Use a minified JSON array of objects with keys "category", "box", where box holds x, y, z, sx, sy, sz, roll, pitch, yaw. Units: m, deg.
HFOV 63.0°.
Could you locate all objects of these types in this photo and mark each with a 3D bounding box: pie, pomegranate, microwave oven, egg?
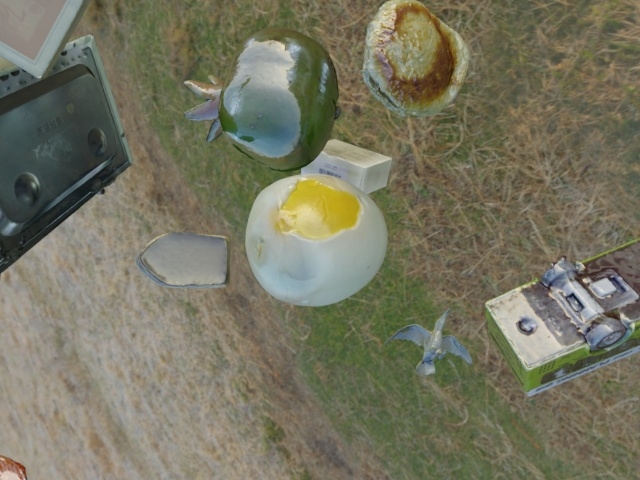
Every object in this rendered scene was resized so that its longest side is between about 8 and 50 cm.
[{"category":"pie","box":[0.163,-0.305,0.888,0.084,0.205,0.179,29,95,59]},{"category":"pomegranate","box":[-0.069,-0.157,0.607,0.191,0.131,0.152,1,74,37]},{"category":"microwave oven","box":[-0.509,-0.107,0.712,0.333,0.394,0.247,5,125,14]},{"category":"egg","box":[0.000,0.000,1.124,0.283,0.345,0.283,2,93,45]}]

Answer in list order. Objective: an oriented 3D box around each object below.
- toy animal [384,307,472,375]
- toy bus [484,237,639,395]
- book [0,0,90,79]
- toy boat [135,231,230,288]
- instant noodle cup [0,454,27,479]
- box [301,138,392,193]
[{"category":"toy animal","box":[0.282,0.242,1.242,0.219,0.095,0.155,19,121,-4]},{"category":"toy bus","box":[0.346,0.074,0.601,0.139,0.302,0.113,72,177,-50]},{"category":"book","box":[-0.320,-0.282,0.465,0.242,0.018,0.170,31,94,-11]},{"category":"toy boat","box":[-0.273,0.039,1.040,0.061,0.188,0.116,164,107,-77]},{"category":"instant noodle cup","box":[-0.502,0.445,0.769,0.193,0.193,0.212,41,143,25]},{"category":"box","box":[0.076,-0.218,1.538,0.212,0.168,0.095,25,118,28]}]
